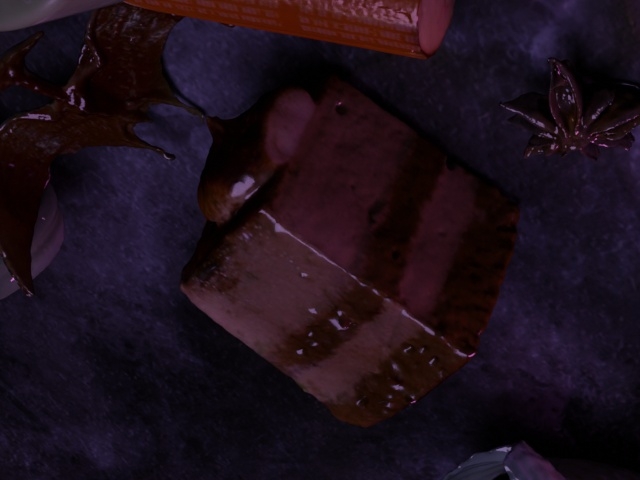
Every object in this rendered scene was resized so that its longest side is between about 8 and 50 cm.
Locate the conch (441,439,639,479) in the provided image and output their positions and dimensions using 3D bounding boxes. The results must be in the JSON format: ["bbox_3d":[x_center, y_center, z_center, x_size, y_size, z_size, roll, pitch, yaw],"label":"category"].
[{"bbox_3d":[0.262,0.333,1.625,0.303,0.215,0.319,-21,92,37],"label":"conch"}]

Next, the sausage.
[{"bbox_3d":[-0.054,-0.213,1.253,0.312,0.093,0.093,12,140,17],"label":"sausage"}]

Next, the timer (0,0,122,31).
[{"bbox_3d":[-0.276,-0.249,1.094,0.290,0.315,0.291,15,124,24],"label":"timer"}]

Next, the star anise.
[{"bbox_3d":[0.196,-0.096,1.278,0.124,0.056,0.129,14,149,-19],"label":"star anise"}]

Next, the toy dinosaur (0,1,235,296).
[{"bbox_3d":[-0.189,-0.106,1.404,0.327,0.113,0.206,-26,139,15],"label":"toy dinosaur"}]

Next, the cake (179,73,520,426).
[{"bbox_3d":[0.000,0.000,1.384,0.293,0.196,0.198,35,143,-14],"label":"cake"}]

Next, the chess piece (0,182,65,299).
[{"bbox_3d":[-0.384,-0.092,1.520,0.194,0.194,0.299,-2,126,31],"label":"chess piece"}]
